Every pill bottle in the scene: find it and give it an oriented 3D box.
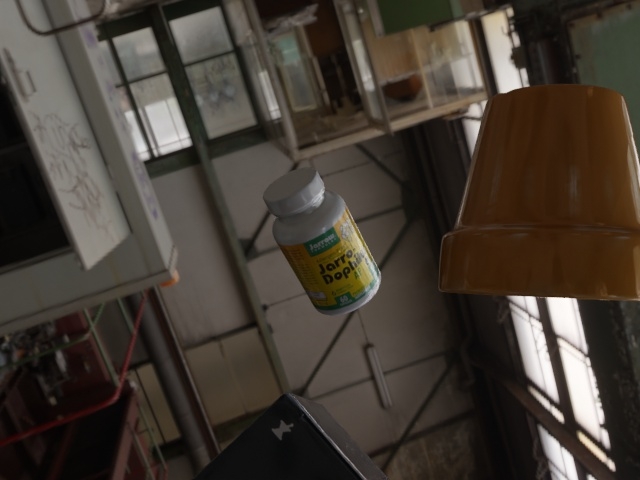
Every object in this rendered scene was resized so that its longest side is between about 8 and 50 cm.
[{"bbox_3d":[0.000,0.000,1.051,0.118,0.208,0.117,-22,-153,12],"label":"pill bottle"}]

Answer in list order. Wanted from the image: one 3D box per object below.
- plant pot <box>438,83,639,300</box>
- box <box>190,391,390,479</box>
[{"bbox_3d":[0.219,-0.040,0.671,0.205,0.187,0.205,2,177,0],"label":"plant pot"},{"bbox_3d":[0.002,0.391,0.956,0.212,0.293,0.395,-42,164,-7],"label":"box"}]
